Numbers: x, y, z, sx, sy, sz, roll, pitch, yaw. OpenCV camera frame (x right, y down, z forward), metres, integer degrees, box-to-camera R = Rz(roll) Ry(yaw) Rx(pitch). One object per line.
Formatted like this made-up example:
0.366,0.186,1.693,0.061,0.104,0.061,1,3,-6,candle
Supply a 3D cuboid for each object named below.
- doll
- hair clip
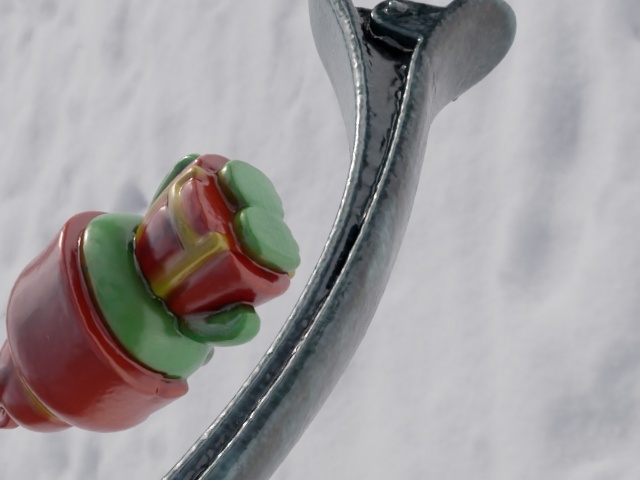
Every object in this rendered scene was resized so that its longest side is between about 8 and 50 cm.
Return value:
-0.178,0.067,1.134,0.363,0.160,0.182,-39,60,31,doll
0.000,0.000,0.358,0.039,0.070,0.229,93,-167,-45,hair clip
